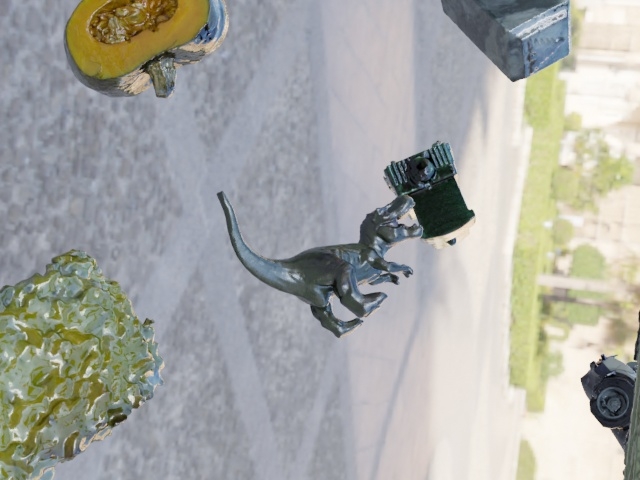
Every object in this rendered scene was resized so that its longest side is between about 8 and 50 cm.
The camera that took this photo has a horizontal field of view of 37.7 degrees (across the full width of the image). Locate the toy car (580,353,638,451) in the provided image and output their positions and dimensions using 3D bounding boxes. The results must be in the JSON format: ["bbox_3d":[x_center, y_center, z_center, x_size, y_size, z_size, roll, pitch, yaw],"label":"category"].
[{"bbox_3d":[0.459,0.270,1.228,0.193,0.118,0.301,37,16,-50],"label":"toy car"}]

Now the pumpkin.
[{"bbox_3d":[-0.321,-0.379,1.772,0.139,0.317,0.222,89,-24,-79],"label":"pumpkin"}]

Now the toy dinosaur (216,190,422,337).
[{"bbox_3d":[0.000,0.000,0.930,0.187,0.179,0.087,-38,173,-37],"label":"toy dinosaur"}]

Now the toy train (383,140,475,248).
[{"bbox_3d":[0.217,-0.075,1.811,0.330,0.138,0.178,37,30,-77],"label":"toy train"}]

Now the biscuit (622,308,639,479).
[{"bbox_3d":[0.318,0.150,0.740,0.052,0.150,0.252,95,5,-85],"label":"biscuit"}]

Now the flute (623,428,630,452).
[{"bbox_3d":[0.376,0.208,0.809,0.027,0.233,0.027,18,90,-89],"label":"flute"}]

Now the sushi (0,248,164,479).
[{"bbox_3d":[-0.402,0.208,1.241,0.396,0.240,0.351,-36,178,-39],"label":"sushi"}]

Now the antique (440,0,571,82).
[{"bbox_3d":[0.222,-0.280,1.130,0.183,0.086,0.088,58,-6,37],"label":"antique"}]
